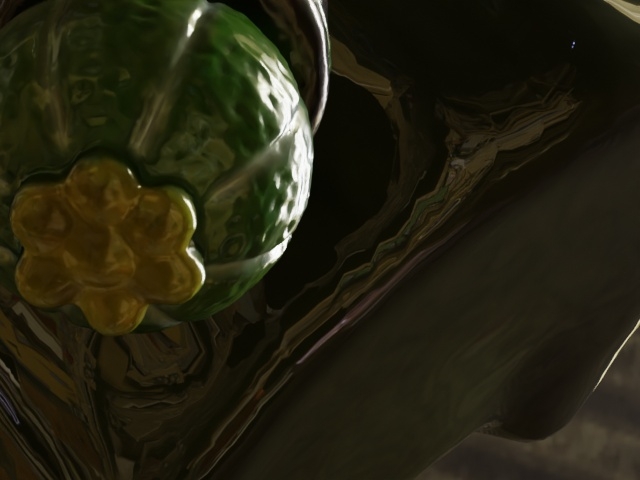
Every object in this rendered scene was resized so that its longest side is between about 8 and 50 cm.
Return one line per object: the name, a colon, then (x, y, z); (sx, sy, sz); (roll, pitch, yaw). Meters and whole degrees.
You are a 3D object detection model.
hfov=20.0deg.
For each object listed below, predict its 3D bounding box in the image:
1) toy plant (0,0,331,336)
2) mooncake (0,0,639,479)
toy plant: (-0.045, -0.036, 0.471); (0.093, 0.162, 0.092); (2, -60, 4)
mooncake: (0.000, 0.000, 0.733); (0.351, 0.351, 0.187); (-48, -115, 19)
